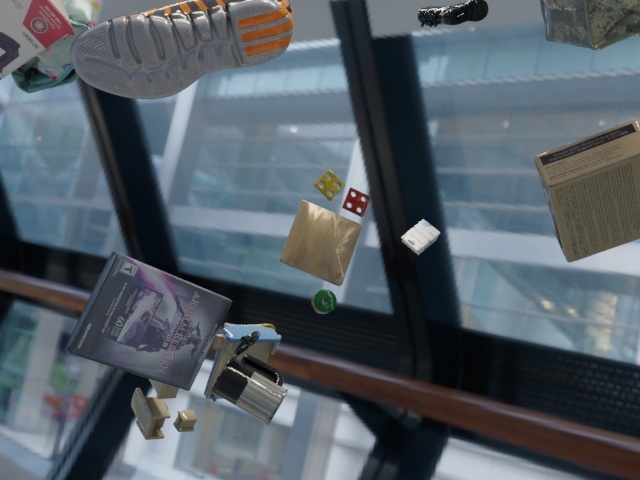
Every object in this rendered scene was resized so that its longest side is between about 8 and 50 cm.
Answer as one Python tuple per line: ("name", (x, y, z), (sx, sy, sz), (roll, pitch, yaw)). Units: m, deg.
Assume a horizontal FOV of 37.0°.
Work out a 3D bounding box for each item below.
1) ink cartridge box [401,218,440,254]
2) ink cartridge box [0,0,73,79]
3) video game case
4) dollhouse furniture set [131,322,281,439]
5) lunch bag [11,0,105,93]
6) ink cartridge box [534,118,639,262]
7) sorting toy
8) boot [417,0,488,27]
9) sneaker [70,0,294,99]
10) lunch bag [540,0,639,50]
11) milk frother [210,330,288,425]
("ink cartridge box", (0.206, -0.003, 2.010), (0.048, 0.083, 0.028), (41, -39, 17))
("ink cartridge box", (-0.527, -0.332, 1.444), (0.172, 0.237, 0.100), (51, 6, -47))
("video game case", (-0.311, 0.155, 1.771), (0.274, 0.196, 0.026), (27, -1, -38))
("dollhouse furniture set", (-0.282, 0.298, 2.302), (0.303, 0.287, 0.198), (3, 29, -33))
("lunch bag", (-0.555, -0.456, 2.019), (0.160, 0.224, 0.262), (22, -40, -22))
("ink cartridge box", (0.508, -0.084, 1.730), (0.193, 0.088, 0.235), (-20, -43, 8))
("sorting toy", (0.000, 0.000, 1.879), (0.132, 0.275, 0.046), (23, -17, -11))
("boot", (0.263, -0.457, 1.922), (0.121, 0.045, 0.099), (-24, 24, -31))
("sneaker", (-0.199, -0.307, 1.402), (0.320, 0.125, 0.180), (-9, 34, -2))
("lunch bag", (0.471, -0.492, 1.661), (0.168, 0.287, 0.235), (-15, 18, -4))
("milk frother", (-0.124, 0.267, 1.885), (0.134, 0.129, 0.143), (30, -37, -1))
